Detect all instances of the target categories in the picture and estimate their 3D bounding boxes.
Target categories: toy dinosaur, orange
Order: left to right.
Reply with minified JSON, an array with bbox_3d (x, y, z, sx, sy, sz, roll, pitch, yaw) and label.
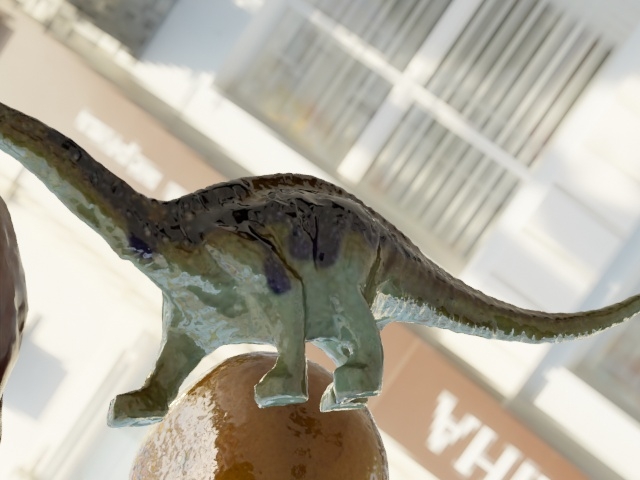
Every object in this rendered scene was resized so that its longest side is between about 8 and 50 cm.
[{"bbox_3d":[-0.031,0.139,0.964,0.124,0.156,0.156,30,-168,-38],"label":"orange"},{"bbox_3d":[-0.002,0.014,0.352,0.180,0.058,0.037,15,167,-37],"label":"toy dinosaur"}]

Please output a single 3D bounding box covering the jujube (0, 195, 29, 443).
[{"bbox_3d":[-0.223,0.065,0.776,0.183,0.243,0.183,11,-137,-10],"label":"jujube"}]
